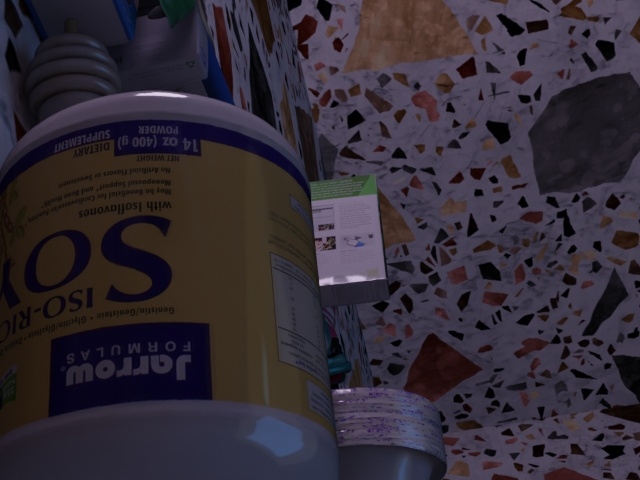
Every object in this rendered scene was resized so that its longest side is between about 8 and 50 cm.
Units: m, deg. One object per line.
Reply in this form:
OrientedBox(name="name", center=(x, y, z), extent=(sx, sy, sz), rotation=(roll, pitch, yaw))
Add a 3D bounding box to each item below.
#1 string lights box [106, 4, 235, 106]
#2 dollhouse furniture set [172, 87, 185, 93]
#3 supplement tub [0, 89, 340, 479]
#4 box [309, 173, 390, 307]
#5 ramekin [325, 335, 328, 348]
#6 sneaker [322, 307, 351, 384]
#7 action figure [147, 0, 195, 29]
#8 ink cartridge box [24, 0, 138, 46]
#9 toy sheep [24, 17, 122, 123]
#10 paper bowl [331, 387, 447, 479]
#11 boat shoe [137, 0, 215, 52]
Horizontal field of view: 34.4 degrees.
OrientedBox(name="string lights box", center=(-0.159, -0.122, 1.119), extent=(0.259, 0.134, 0.076), rotation=(72, 10, -55))
OrientedBox(name="dollhouse furniture set", center=(-0.068, 0.005, 1.035), extent=(0.302, 0.151, 0.197), rotation=(36, 33, -29))
OrientedBox(name="supplement tub", center=(-0.112, 0.091, 0.723), extent=(0.241, 0.241, 0.331), rotation=(69, 12, -59))
OrientedBox(name="box", center=(0.000, 0.000, 1.888), extent=(0.322, 0.233, 0.058), rotation=(-91, 174, -51))
OrientedBox(name="ramekin", center=(-0.089, 0.037, 1.364), extent=(0.273, 0.127, 0.272), rotation=(162, -90, -90))
OrientedBox(name="sneaker", center=(-0.005, 0.193, 2.010), extent=(0.295, 0.124, 0.178), rotation=(-56, 133, -73))
OrientedBox(name="action figure", center=(-0.161, -0.329, 0.966), extent=(0.137, 0.064, 0.232), rotation=(-85, 167, -60))
OrientedBox(name="ink cartridge box", center=(-0.231, -0.297, 0.979), extent=(0.148, 0.086, 0.203), rotation=(73, 9, -45))
OrientedBox(name="toy sheep", center=(-0.214, -0.134, 0.894), extent=(0.091, 0.091, 0.132), rotation=(62, 13, -70))
OrientedBox(name="paper bowl", center=(0.042, 0.333, 1.507), extent=(0.284, 0.284, 0.148), rotation=(69, 14, -60))
OrientedBox(name="boat shoe", center=(-0.205, -0.341, 1.209), extent=(0.130, 0.133, 0.355), rotation=(-108, -167, -60))
